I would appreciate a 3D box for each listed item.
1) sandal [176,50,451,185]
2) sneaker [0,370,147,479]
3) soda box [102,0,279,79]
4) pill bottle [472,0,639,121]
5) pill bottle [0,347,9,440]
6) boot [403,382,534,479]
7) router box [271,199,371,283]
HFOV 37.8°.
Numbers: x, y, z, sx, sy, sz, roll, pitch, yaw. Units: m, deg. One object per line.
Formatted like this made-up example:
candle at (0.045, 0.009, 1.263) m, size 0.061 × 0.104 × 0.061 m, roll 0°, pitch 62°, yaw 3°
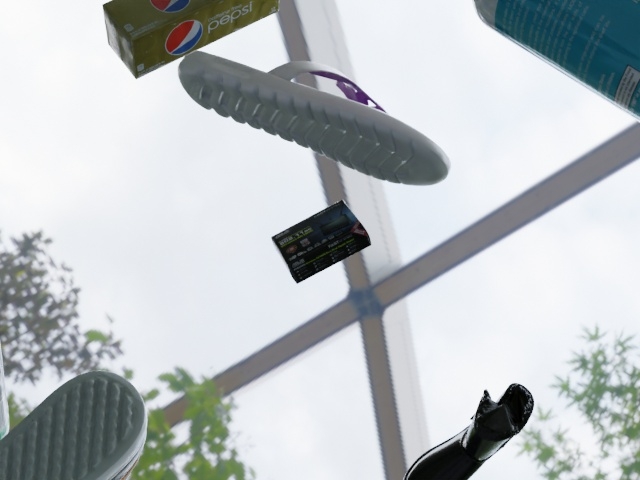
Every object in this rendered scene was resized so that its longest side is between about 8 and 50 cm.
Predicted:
sandal at (-0.003, -0.197, 1.312) m, size 0.416 × 0.102 × 0.169 m, roll 22°, pitch -16°, yaw 7°
sneaker at (-0.284, 0.247, 0.803) m, size 0.126 × 0.321 × 0.127 m, roll 49°, pitch -24°, yaw 17°
soda box at (-0.130, -0.241, 0.967) m, size 0.058 × 0.181 × 0.061 m, roll 50°, pitch -23°, yaw 21°
pill bottle at (0.224, -0.202, 0.748) m, size 0.264 × 0.146 × 0.146 m, roll 37°, pitch -51°, yaw 19°
pill bottle at (-0.563, 0.136, 1.326) m, size 0.204 × 0.204 × 0.361 m, roll 15°, pitch -64°, yaw 28°
boot at (0.250, 0.356, 1.613) m, size 0.094 × 0.246 × 0.207 m, roll 48°, pitch -23°, yaw 21°
router box at (0.000, 0.000, 1.320) m, size 0.038 × 0.122 × 0.092 m, roll 65°, pitch -6°, yaw -30°
